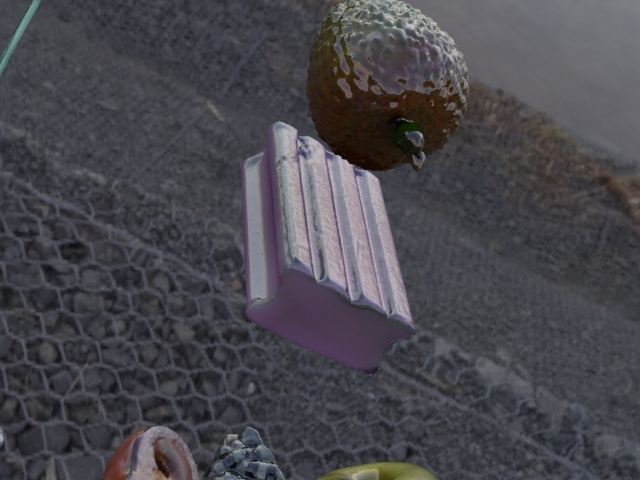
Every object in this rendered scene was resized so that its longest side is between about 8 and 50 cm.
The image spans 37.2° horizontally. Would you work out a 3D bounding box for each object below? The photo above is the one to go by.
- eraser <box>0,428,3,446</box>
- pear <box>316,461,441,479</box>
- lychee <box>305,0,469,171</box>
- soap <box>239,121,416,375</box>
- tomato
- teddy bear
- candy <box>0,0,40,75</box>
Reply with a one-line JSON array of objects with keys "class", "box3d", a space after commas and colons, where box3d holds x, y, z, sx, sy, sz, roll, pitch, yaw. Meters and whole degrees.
[{"class": "eraser", "box3d": [-0.629, 0.240, 1.546, 0.124, 0.081, 0.279, -1, 48, -48]}, {"class": "pear", "box3d": [0.062, 0.387, 1.053, 0.284, 0.283, 0.283, 10, 50, -13]}, {"class": "lychee", "box3d": [0.043, -0.105, 0.645, 0.114, 0.114, 0.146, -3, 52, -23]}, {"class": "soap", "box3d": [0.000, 0.000, 0.762, 0.122, 0.065, 0.203, 29, 29, -24]}, {"class": "tomato", "box3d": [-0.311, 0.454, 1.691, 0.199, 0.112, 0.228, 51, 35, -31]}, {"class": "teddy bear", "box3d": [-0.139, 0.354, 1.169, 0.251, 0.144, 0.171, -25, 62, -39]}, {"class": "candy", "box3d": [-0.568, -0.283, 1.662, 0.092, 0.093, 0.335, 30, 75, -26]}]
